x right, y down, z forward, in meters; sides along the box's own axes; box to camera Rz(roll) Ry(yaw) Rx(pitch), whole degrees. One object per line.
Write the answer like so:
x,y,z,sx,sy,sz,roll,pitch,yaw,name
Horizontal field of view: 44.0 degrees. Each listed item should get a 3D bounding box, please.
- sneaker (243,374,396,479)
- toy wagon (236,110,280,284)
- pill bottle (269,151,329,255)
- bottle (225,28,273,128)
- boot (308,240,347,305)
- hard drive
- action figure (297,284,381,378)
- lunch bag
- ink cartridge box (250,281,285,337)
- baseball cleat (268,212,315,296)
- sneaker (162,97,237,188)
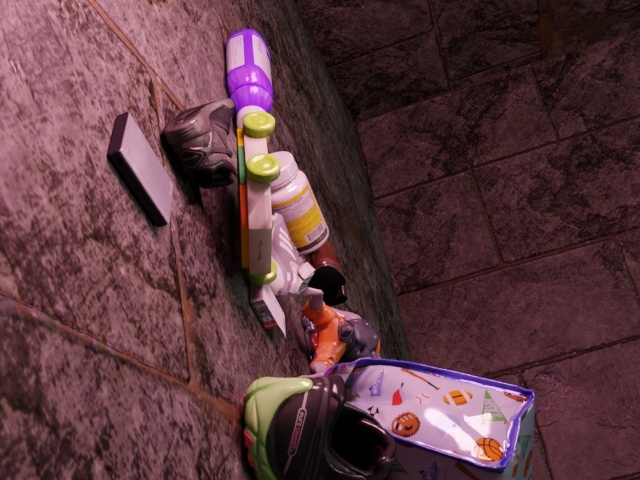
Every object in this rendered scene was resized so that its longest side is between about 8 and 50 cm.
0.040,0.396,1.279,0.185,0.202,0.483,-93,163,-50,sneaker
-0.116,-0.099,1.428,0.267,0.068,0.344,95,-11,-45,toy wagon
-0.069,-0.079,1.707,0.119,0.119,0.208,-91,161,-57,pill bottle
-0.156,-0.347,1.751,0.118,0.092,0.283,61,16,-47,bottle
0.000,0.000,2.005,0.264,0.096,0.280,47,27,-66,boot
-0.244,-0.096,1.089,0.094,0.022,0.135,-96,165,-48,hard drive
0.052,0.256,1.672,0.330,0.178,0.341,24,47,-64,action figure
0.186,0.411,1.494,0.239,0.385,0.328,-49,142,-44,lunch bag
-0.098,0.128,1.474,0.063,0.029,0.115,-96,166,-48,ink cartridge box
-0.066,0.034,1.578,0.072,0.109,0.206,118,-20,-46,baseball cleat
-0.186,-0.163,1.332,0.227,0.087,0.130,-75,148,-65,sneaker
